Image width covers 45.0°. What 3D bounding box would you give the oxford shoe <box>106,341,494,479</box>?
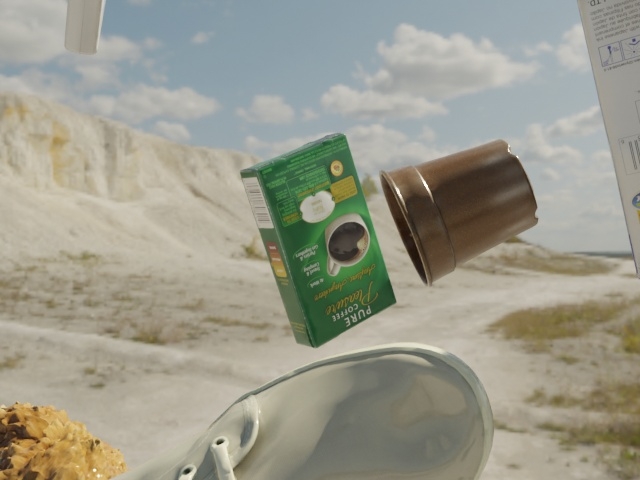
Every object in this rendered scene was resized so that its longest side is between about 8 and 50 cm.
[{"bbox_3d":[-0.082,0.212,0.548,0.449,0.169,0.130,-25,-11,4],"label":"oxford shoe"}]

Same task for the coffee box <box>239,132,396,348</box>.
[{"bbox_3d":[0.000,0.000,0.755,0.113,0.184,0.040,-27,15,-32],"label":"coffee box"}]

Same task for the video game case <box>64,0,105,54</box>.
[{"bbox_3d":[-0.199,-0.398,0.741,0.036,0.329,0.300,8,-40,-17],"label":"video game case"}]

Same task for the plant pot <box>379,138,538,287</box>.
[{"bbox_3d":[0.184,-0.044,1.012,0.165,0.167,0.167,-22,-2,1],"label":"plant pot"}]

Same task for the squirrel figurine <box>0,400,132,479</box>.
[{"bbox_3d":[-0.252,0.366,0.852,0.280,0.397,0.370,-10,-3,1],"label":"squirrel figurine"}]

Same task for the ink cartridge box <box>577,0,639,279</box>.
[{"bbox_3d":[0.461,-0.114,0.845,0.269,0.396,0.151,-13,-6,29],"label":"ink cartridge box"}]
